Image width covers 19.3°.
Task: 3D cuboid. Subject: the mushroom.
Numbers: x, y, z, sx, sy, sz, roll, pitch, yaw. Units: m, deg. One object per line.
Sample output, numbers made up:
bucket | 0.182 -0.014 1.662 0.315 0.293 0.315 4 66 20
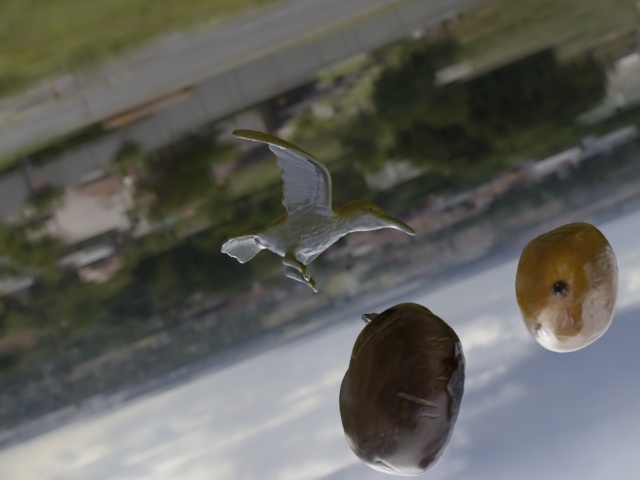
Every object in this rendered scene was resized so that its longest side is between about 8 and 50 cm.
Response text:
mushroom | 0.059 0.108 1.503 0.135 0.080 0.170 -58 -157 19

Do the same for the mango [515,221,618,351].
mango | 0.185 0.035 1.403 0.075 0.098 0.190 15 -179 11

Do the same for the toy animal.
toy animal | 0.000 0.000 1.664 0.095 0.155 0.219 -62 159 -21
